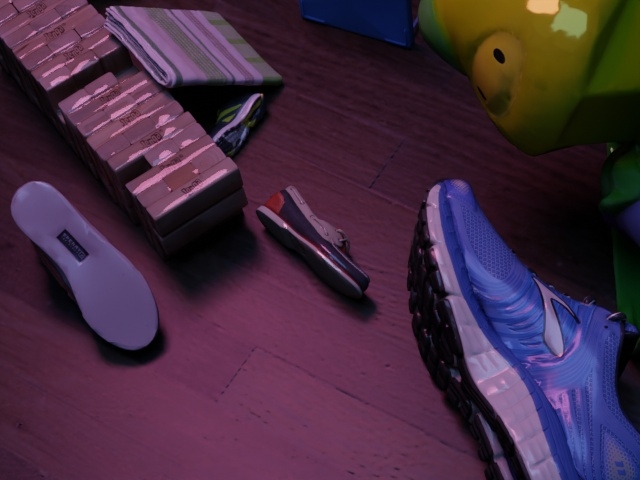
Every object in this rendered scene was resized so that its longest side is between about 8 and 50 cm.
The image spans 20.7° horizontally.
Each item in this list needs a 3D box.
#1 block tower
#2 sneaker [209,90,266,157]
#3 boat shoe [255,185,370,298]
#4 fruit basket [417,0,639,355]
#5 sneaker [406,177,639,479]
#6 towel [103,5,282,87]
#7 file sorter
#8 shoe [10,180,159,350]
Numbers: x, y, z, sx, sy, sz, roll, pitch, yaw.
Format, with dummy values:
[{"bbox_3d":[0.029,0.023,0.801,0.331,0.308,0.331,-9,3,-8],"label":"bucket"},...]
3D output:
[{"bbox_3d":[-0.198,-0.123,1.630,0.097,0.091,0.335,-32,58,-13],"label":"block tower"},{"bbox_3d":[-0.085,-0.108,1.643,0.035,0.031,0.083,21,58,36],"label":"sneaker"},{"bbox_3d":[0.000,0.000,1.547,0.043,0.049,0.137,-38,55,-18],"label":"boat shoe"},{"bbox_3d":[0.258,-0.109,1.385,0.392,0.392,0.283,-4,57,6],"label":"fruit basket"},{"bbox_3d":[0.173,0.086,1.434,0.147,0.130,0.330,-16,62,-15],"label":"sneaker"},{"bbox_3d":[-0.119,-0.177,1.640,0.152,0.023,0.113,-4,45,-50],"label":"towel"},{"bbox_3d":[0.046,-0.288,1.653,0.118,0.170,0.104,18,59,19],"label":"file sorter"},{"bbox_3d":[-0.205,0.022,1.555,0.063,0.081,0.178,-40,89,-3],"label":"shoe"}]
